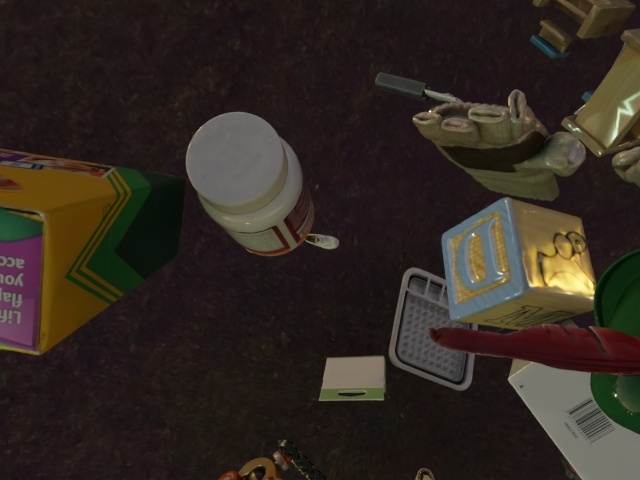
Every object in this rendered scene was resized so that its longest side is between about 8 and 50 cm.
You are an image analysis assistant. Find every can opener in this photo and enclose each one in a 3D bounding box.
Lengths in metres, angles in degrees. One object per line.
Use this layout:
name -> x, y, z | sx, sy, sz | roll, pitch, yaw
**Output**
can opener -> 0.285, -0.417, 1.620 | 0.283, 0.076, 0.095 | 23, 96, 28

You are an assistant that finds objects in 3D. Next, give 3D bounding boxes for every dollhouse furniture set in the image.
dollhouse furniture set -> 0.350, -0.222, 0.677 | 0.129, 0.129, 0.184 | -17, 57, -29

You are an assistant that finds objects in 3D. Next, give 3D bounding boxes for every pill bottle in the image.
pill bottle -> -0.077, -0.059, 0.656 | 0.121, 0.221, 0.121 | -1, 77, 5

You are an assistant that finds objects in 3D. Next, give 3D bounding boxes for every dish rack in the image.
dish rack -> 0.344, 0.275, 1.699 | 0.285, 0.072, 0.333 | 24, 59, -13

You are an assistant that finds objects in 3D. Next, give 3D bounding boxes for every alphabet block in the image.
alphabet block -> 0.373, 0.053, 1.050 | 0.197, 0.193, 0.192 | 12, 64, -25

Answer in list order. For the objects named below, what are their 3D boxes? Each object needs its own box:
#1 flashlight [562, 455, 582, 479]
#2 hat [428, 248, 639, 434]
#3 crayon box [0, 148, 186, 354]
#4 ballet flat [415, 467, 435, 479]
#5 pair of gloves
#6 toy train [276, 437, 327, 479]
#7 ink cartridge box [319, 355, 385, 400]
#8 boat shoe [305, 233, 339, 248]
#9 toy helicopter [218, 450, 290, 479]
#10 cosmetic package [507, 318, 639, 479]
flashlight -> 0.734, 0.556, 1.491 | 0.103, 0.304, 0.103 | 21, 52, 27
hat -> 0.213, 0.114, 0.359 | 0.183, 0.173, 0.208 | -33, 40, -29
crayon box -> -0.341, -0.027, 0.485 | 0.362, 0.313, 0.106 | 8, 99, 0
ballet flat -> 0.306, 0.758, 1.570 | 0.086, 0.248, 0.086 | 1, 115, 3
pair of gloves -> 0.200, -0.061, 0.403 | 0.240, 0.204, 0.042 | 13, 88, 38
toy train -> -0.033, 0.404, 0.995 | 0.036, 0.158, 0.027 | -1, 44, 41
ink cartridge box -> 0.092, 0.390, 1.496 | 0.171, 0.235, 0.056 | -3, 107, 7
boat shoe -> 0.000, 0.000, 1.456 | 0.100, 0.035, 0.035 | 15, 93, 30
toy helicopter -> -0.132, 0.729, 1.653 | 0.235, 0.355, 0.140 | -44, 111, -38
cosmetic package -> 0.446, 0.270, 0.930 | 0.138, 0.224, 0.224 | -39, 76, 15
